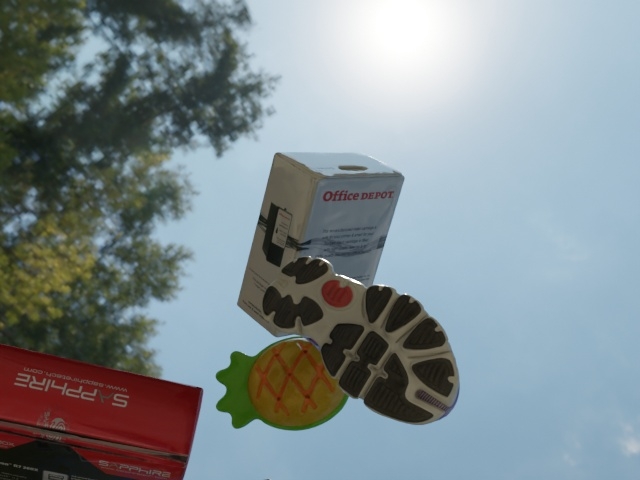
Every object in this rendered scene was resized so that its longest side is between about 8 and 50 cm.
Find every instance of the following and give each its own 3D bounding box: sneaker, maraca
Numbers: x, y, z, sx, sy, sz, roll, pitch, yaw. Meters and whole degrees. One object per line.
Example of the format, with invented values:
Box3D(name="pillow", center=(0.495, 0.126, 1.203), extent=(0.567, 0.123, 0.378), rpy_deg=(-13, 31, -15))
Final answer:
Box3D(name="sneaker", center=(0.034, 0.061, 0.599), extent=(0.068, 0.071, 0.170), rpy_deg=(-54, -141, -1))
Box3D(name="maraca", center=(-0.050, 0.191, 1.270), extent=(0.185, 0.099, 0.127), rpy_deg=(-8, -117, 9))

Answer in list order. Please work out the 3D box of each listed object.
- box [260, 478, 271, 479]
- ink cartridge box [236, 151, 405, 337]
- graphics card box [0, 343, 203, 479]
Box3D(name="box", center=(-0.064, 0.405, 1.147), extent=(0.145, 0.038, 0.186), rpy_deg=(41, -57, 45))
Box3D(name="ink cartridge box", center=(0.000, 0.000, 1.164), extent=(0.087, 0.153, 0.208), rpy_deg=(35, -63, 40))
Box3D(name="graphics card box", center=(-0.261, 0.252, 0.962), extent=(0.232, 0.371, 0.094), rpy_deg=(13, -134, -6))
